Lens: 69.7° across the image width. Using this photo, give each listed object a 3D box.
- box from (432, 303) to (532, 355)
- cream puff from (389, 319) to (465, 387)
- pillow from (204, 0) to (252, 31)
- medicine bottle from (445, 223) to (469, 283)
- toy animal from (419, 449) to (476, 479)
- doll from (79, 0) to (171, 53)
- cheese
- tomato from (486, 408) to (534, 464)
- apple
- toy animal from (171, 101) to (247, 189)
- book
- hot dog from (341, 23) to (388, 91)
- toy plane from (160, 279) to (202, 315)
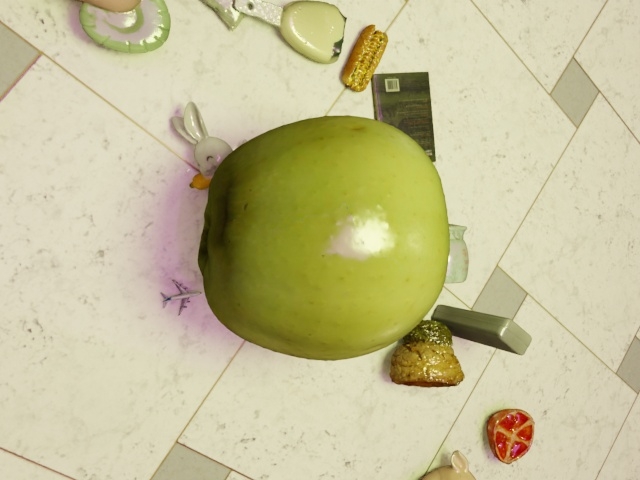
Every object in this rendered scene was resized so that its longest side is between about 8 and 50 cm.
[{"bbox_3d":[0.388,0.215,1.133,0.103,0.244,0.055,37,76,-21],"label":"box"},{"bbox_3d":[0.262,0.274,1.148,0.183,0.183,0.169,12,66,-23],"label":"cream puff"},{"bbox_3d":[-0.224,-0.558,0.931,0.230,0.050,0.148,36,86,-24],"label":"pillow"},{"bbox_3d":[0.288,0.029,1.132,0.147,0.147,0.143,0,92,-23],"label":"medicine bottle"},{"bbox_3d":[0.308,0.687,1.186,0.250,0.154,0.166,-32,148,-26],"label":"toy animal"},{"bbox_3d":[-0.375,-0.484,0.784,0.268,0.216,0.284,7,108,-28],"label":"doll"},{"bbox_3d":[-0.063,-0.472,0.988,0.251,0.054,0.127,8,91,-29],"label":"cheese"},{"bbox_3d":[0.532,0.543,1.311,0.156,0.069,0.155,-2,95,-19],"label":"tomato"},{"bbox_3d":[0.000,0.000,0.850,0.474,0.473,0.473,-2,94,-22],"label":"apple"},{"bbox_3d":[-0.223,-0.181,0.949,0.182,0.131,0.127,17,55,-30],"label":"toy animal"},{"bbox_3d":[0.209,-0.298,1.142,0.160,0.024,0.228,-9,97,-21],"label":"book"},{"bbox_3d":[0.103,-0.424,1.077,0.071,0.045,0.165,28,82,-24],"label":"hot dog"},{"bbox_3d":[-0.291,0.117,0.963,0.084,0.024,0.078,-11,97,-28],"label":"toy plane"}]
